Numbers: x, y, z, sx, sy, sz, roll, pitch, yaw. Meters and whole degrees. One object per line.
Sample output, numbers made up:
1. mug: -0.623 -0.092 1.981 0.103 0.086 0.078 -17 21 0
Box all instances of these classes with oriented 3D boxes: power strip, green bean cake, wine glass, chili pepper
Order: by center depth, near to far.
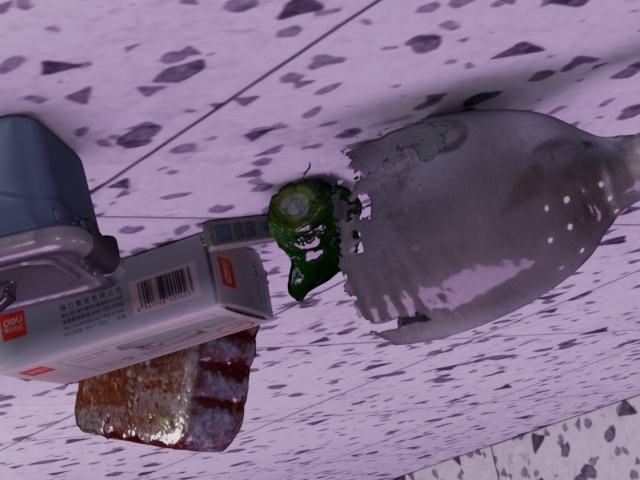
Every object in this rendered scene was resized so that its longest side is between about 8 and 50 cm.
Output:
1. wine glass: 0.174 -0.035 1.379 0.357 0.190 0.190 -15 165 17
2. power strip: -0.074 -0.008 1.593 0.083 0.027 0.017 -9 167 -20
3. chili pepper: 0.001 0.002 1.601 0.098 0.061 0.224 -41 159 -8
4. green bean cake: -0.169 0.134 1.856 0.097 0.198 0.233 14 167 -42

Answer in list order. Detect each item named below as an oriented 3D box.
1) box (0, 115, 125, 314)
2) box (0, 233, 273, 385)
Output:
1. box: -0.273 0.000 1.258 0.227 0.130 0.162 -13 166 6
2. box: -0.195 0.075 1.703 0.269 0.079 0.135 -18 164 19
